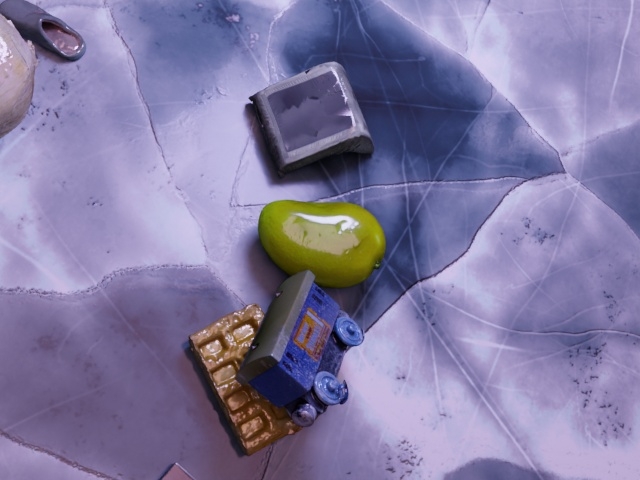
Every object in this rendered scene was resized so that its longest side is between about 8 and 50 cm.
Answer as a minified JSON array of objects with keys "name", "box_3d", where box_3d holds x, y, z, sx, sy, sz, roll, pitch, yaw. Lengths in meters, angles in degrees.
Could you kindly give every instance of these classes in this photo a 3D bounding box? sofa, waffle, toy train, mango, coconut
[{"name":"sofa","box_3d":[-0.017,-0.265,1.847,0.225,0.176,0.210,-24,81,6]},{"name":"waffle","box_3d":[-0.137,0.278,1.651,0.168,0.057,0.274,-26,83,-24]},{"name":"toy train","box_3d":[-0.035,0.215,1.613,0.202,0.131,0.299,42,35,-14]},{"name":"mango","box_3d":[0.003,0.008,1.732,0.273,0.149,0.185,2,80,-12]},{"name":"coconut","box_3d":[-0.679,-0.324,1.540,0.297,0.297,0.254,38,74,-4]}]

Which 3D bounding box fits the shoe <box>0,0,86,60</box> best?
[{"name":"shoe","box_3d":[-0.581,-0.453,1.722,0.195,0.078,0.079,32,67,-10]}]

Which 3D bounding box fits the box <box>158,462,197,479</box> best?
[{"name":"box","box_3d":[-0.310,0.593,1.505,0.180,0.047,0.325,42,65,-2]}]
